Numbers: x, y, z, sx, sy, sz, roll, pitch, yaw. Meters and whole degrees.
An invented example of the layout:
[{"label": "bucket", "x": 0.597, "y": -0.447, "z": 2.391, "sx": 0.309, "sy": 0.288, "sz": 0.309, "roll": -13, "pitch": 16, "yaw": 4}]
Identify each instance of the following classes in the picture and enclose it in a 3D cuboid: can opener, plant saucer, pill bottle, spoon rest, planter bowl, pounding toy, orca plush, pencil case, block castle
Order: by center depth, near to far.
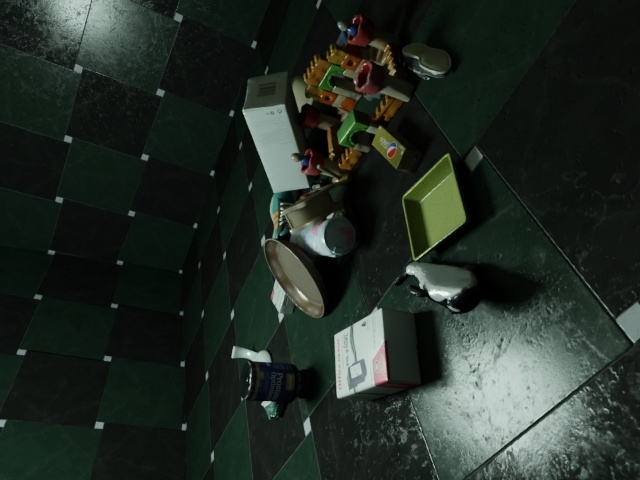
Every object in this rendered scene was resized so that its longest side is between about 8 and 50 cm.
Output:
[{"label": "orca plush", "x": 0.249, "y": 0.115, "z": 1.048, "sx": 0.287, "sy": 0.151, "sz": 0.102, "roll": 4, "pitch": 114, "yaw": 63}, {"label": "plant saucer", "x": 0.271, "y": -0.071, "z": 1.141, "sx": 0.188, "sy": 0.045, "sz": 0.188, "roll": -47, "pitch": 39, "yaw": 49}, {"label": "block castle", "x": 0.067, "y": -0.434, "z": 1.544, "sx": 0.453, "sy": 0.213, "sz": 0.303, "roll": -49, "pitch": 37, "yaw": 48}, {"label": "pencil case", "x": 0.000, "y": 0.000, "z": 1.552, "sx": 0.273, "sy": 0.113, "sz": 0.124, "roll": -15, "pitch": 49, "yaw": 62}, {"label": "pounding toy", "x": -0.031, "y": -0.144, "z": 1.564, "sx": 0.154, "sy": 0.269, "sz": 0.154, "roll": -15, "pitch": 106, "yaw": 44}, {"label": "pill bottle", "x": -0.140, "y": 0.457, "z": 1.600, "sx": 0.123, "sy": 0.219, "sz": 0.122, "roll": -38, "pitch": 47, "yaw": 56}, {"label": "plant saucer", "x": -0.075, "y": 0.116, "z": 1.636, "sx": 0.310, "sy": 0.050, "sz": 0.310, "roll": 42, "pitch": 154, "yaw": 26}, {"label": "can opener", "x": -0.004, "y": -0.134, "z": 1.778, "sx": 0.059, "sy": 0.073, "sz": 0.186, "roll": -9, "pitch": 70, "yaw": 23}, {"label": "spoon rest", "x": -0.272, "y": 0.506, "z": 2.064, "sx": 0.276, "sy": 0.084, "sz": 0.137, "roll": 14, "pitch": 94, "yaw": 53}, {"label": "planter bowl", "x": -0.101, "y": -0.635, "z": 2.126, "sx": 0.162, "sy": 0.109, "sz": 0.162, "roll": -37, "pitch": 48, "yaw": 56}]

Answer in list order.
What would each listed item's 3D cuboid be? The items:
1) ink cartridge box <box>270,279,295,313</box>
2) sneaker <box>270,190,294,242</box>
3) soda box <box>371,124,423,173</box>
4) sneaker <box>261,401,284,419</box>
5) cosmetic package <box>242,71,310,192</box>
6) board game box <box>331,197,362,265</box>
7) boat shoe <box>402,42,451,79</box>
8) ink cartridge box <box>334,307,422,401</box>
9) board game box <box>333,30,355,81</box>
[{"label": "ink cartridge box", "x": -0.138, "y": 0.210, "z": 1.901, "sx": 0.135, "sy": 0.056, "sz": 0.099, "roll": 45, "pitch": 120, "yaw": 62}, {"label": "sneaker", "x": -0.135, "y": -0.064, "z": 1.966, "sx": 0.121, "sy": 0.108, "sz": 0.302, "roll": 173, "pitch": 99, "yaw": -64}, {"label": "soda box", "x": 0.205, "y": -0.250, "z": 1.348, "sx": 0.061, "sy": 0.058, "sz": 0.181, "roll": -67, "pitch": 26, "yaw": 24}, {"label": "sneaker", "x": -0.155, "y": 0.598, "z": 1.786, "sx": 0.166, "sy": 0.065, "sz": 0.076, "roll": -52, "pitch": 52, "yaw": 50}, {"label": "cosmetic package", "x": -0.146, "y": -0.386, "z": 1.813, "sx": 0.385, "sy": 0.156, "sz": 0.217, "roll": 75, "pitch": -169, "yaw": -47}, {"label": "board game box", "x": 0.075, "y": -0.028, "z": 1.577, "sx": 0.126, "sy": 0.026, "sz": 0.186, "roll": -59, "pitch": 31, "yaw": 37}, {"label": "boat shoe", "x": 0.283, "y": -0.459, "z": 1.296, "sx": 0.206, "sy": 0.075, "sz": 0.065, "roll": 59, "pitch": 175, "yaw": 49}, {"label": "ink cartridge box", "x": 0.132, "y": 0.288, "z": 1.221, "sx": 0.237, "sy": 0.100, "sz": 0.171, "roll": -43, "pitch": 41, "yaw": 52}, {"label": "board game box", "x": 0.078, "y": -0.651, "z": 1.825, "sx": 0.160, "sy": 0.039, "sz": 0.211, "roll": -56, "pitch": 32, "yaw": 41}]
